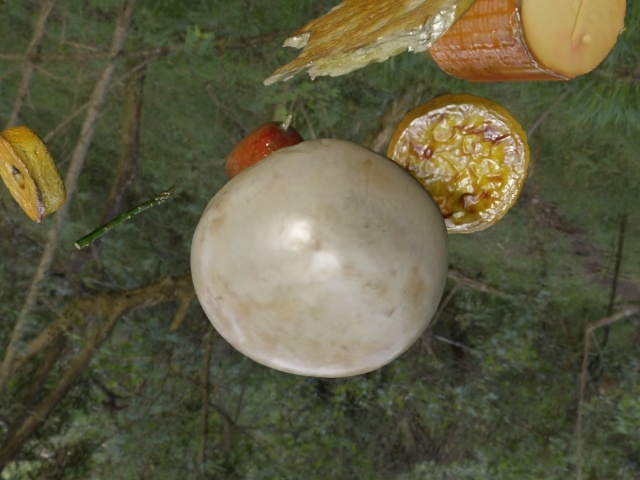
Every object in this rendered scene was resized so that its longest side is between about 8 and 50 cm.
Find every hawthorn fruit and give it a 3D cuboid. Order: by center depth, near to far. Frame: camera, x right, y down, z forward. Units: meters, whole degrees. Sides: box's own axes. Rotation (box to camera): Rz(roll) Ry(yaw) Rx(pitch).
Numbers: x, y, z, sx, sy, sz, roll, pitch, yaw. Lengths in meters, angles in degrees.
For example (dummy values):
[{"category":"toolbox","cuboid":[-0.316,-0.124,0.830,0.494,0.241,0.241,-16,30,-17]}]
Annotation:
[{"category":"hawthorn fruit","cuboid":[-0.101,-0.167,1.462,0.199,0.199,0.251,23,132,-2]}]

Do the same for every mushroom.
[{"category":"mushroom","cuboid":[0.000,0.000,0.804,0.297,0.290,0.298,1,130,1]}]

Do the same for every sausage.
[{"category":"sausage","cuboid":[0.346,-0.402,1.209,0.233,0.233,0.287,30,177,-27]}]

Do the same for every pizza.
[{"category":"pizza","cuboid":[0.057,-0.218,0.680,0.262,0.181,0.034,-25,126,18]}]

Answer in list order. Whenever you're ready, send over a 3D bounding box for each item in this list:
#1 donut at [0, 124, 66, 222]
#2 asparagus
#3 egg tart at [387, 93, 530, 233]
[{"category":"donut","cuboid":[-0.430,-0.103,1.011,0.152,0.058,0.152,37,146,31]},{"category":"asparagus","cuboid":[-0.274,-0.034,0.968,0.016,0.162,0.016,10,129,58]},{"category":"egg tart","cuboid":[0.198,-0.119,1.016,0.202,0.203,0.147,22,-167,1]}]
